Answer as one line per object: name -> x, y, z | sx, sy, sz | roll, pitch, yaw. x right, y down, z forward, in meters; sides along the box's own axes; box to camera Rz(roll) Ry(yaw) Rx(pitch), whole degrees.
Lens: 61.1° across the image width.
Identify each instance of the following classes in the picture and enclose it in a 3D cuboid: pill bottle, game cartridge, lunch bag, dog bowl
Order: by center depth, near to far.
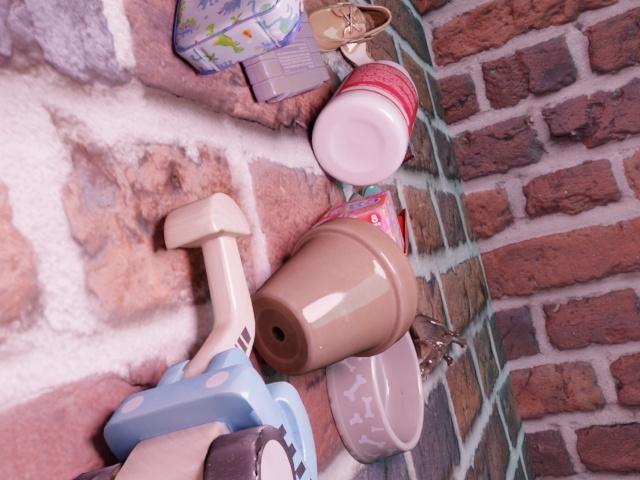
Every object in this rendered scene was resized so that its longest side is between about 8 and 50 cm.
lunch bag -> -0.135, -0.387, 0.906 | 0.090, 0.219, 0.176 | 36, 45, -55
game cartridge -> -0.091, -0.438, 1.219 | 0.355, 0.068, 0.230 | -46, 122, -61
dog bowl -> 0.137, 0.317, 1.229 | 0.349, 0.102, 0.348 | 41, 42, -51
pill bottle -> 0.134, -0.330, 1.421 | 0.229, 0.229, 0.407 | 63, 28, -25

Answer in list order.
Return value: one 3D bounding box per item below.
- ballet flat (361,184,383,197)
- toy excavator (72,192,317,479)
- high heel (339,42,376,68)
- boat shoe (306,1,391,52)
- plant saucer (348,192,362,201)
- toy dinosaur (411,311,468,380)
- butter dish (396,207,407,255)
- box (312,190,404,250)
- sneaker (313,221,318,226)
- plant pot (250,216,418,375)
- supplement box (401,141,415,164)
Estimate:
ballet flat -> 0.165, -0.070, 1.557 | 0.068, 0.072, 0.213 | -116, -179, -69
toy excavator -> -0.124, 0.195, 0.687 | 0.445, 0.222, 0.433 | -76, 145, -69
high heel -> 0.106, -0.613, 1.734 | 0.261, 0.093, 0.186 | 49, 7, -17
boat shoe -> 0.069, -0.603, 1.491 | 0.341, 0.110, 0.121 | -32, 104, -44
plant saucer -> 0.096, -0.061, 1.377 | 0.119, 0.021, 0.119 | 55, -23, 37
toy dinosaur -> 0.332, 0.279, 1.622 | 0.160, 0.121, 0.313 | 26, 30, -17
butter dish -> 0.158, 0.005, 1.437 | 0.160, 0.118, 0.160 | 115, -16, -58
box -> 0.094, -0.009, 1.184 | 0.300, 0.154, 0.142 | -51, 126, -74
sneaker -> 0.000, 0.000, 1.209 | 0.037, 0.032, 0.083 | 68, 18, -64
plant pot -> -0.001, 0.113, 0.934 | 0.229, 0.263, 0.263 | -26, 101, -45
supplement box -> 0.245, -0.317, 1.825 | 0.239, 0.073, 0.130 | -34, 106, -65
